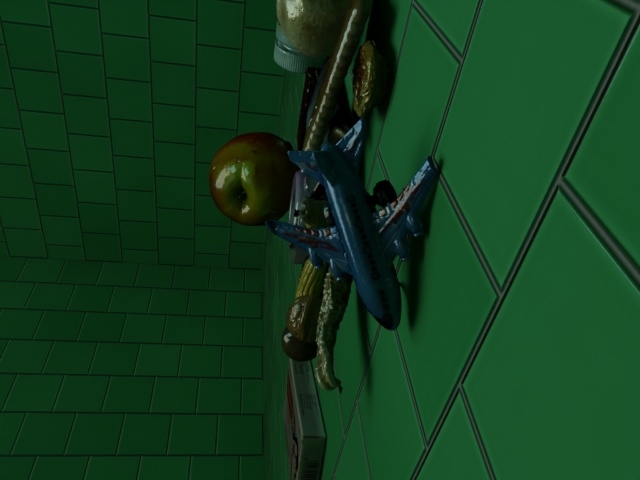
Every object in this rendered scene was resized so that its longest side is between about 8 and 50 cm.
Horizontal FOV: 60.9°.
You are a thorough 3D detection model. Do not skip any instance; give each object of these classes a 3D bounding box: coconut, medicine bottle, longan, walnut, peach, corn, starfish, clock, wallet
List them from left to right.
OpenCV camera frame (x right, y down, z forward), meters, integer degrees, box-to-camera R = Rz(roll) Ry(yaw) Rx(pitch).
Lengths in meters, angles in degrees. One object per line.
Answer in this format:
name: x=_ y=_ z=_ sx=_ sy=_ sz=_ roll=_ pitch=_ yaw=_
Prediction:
peach: x=-0.235 y=-0.234 z=2.050 sx=0.370 sy=0.370 sz=0.369 roll=-176 pitch=90 yaw=-81
longan: x=-0.043 y=0.252 z=1.378 sx=0.119 sy=0.106 sz=0.106 roll=-29 pitch=-43 yaw=-47
clock: x=-0.038 y=-0.081 z=1.498 sx=0.227 sy=0.090 sz=0.247 roll=107 pitch=165 yaw=-53
medicine bottle: x=-0.034 y=-0.627 z=1.459 sx=0.158 sy=0.158 sz=0.318 roll=-96 pitch=14 yaw=-45
walnut: x=-0.029 y=0.183 z=1.291 sx=0.105 sy=0.105 sz=0.124 roll=-108 pitch=30 yaw=-66
corn: x=-0.024 y=0.110 z=1.393 sx=0.203 sy=0.072 sz=0.072 roll=104 pitch=166 yaw=-45
coconut: x=-0.005 y=-0.498 z=1.159 sx=0.194 sy=0.195 sz=0.194 roll=-176 pitch=90 yaw=-81
wallet: x=0.011 y=-0.266 z=1.292 sx=0.378 sy=0.046 sz=0.190 roll=-94 pitch=27 yaw=-46
starfish: x=0.028 y=0.001 z=0.964 sx=0.432 sy=0.083 sz=0.323 roll=-76 pitch=-14 yaw=-48

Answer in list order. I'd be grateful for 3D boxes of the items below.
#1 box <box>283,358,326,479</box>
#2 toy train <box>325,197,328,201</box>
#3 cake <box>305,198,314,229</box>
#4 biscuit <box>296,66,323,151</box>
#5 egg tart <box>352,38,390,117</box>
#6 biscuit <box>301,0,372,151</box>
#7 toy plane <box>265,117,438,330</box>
box: x=-0.049 y=0.479 z=1.426 sx=0.353 sy=0.069 sz=0.214 roll=-114 pitch=29 yaw=-67
toy train: x=0.026 y=-0.125 z=1.262 sx=0.103 sy=0.044 sz=0.064 roll=-102 pitch=23 yaw=-56
cake: x=0.004 y=-0.001 z=1.185 sx=0.184 sy=0.080 sz=0.116 roll=91 pitch=173 yaw=-47
biscuit: x=-0.019 y=-0.354 z=1.534 sx=0.106 sy=0.070 sz=0.252 roll=-95 pitch=12 yaw=-49
egg tart: x=0.085 y=-0.274 z=0.927 sx=0.130 sy=0.052 sz=0.130 roll=-178 pitch=90 yaw=-80
biscuit: x=0.030 y=-0.318 z=1.044 sx=0.217 sy=0.044 sz=0.324 roll=-79 pitch=9 yaw=-53
toy plane: x=0.053 y=-0.012 z=0.724 sx=0.105 sy=0.254 sz=0.271 roll=-37 pitch=-74 yaw=-59
